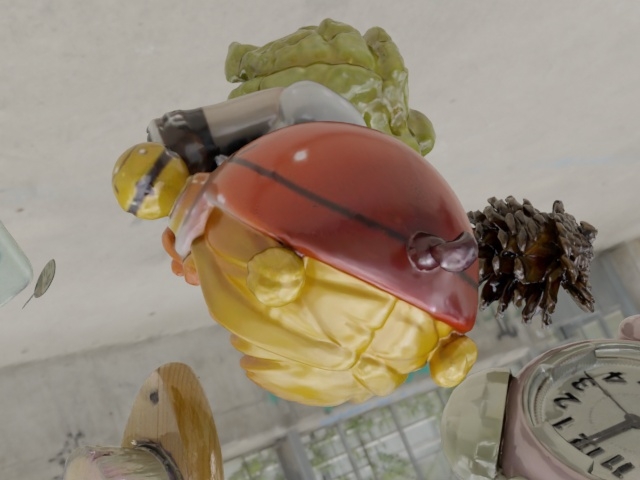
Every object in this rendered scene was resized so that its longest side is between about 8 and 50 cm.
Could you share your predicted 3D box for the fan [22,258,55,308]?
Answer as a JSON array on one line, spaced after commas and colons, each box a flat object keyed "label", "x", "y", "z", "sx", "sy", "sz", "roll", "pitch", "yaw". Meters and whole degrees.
[{"label": "fan", "x": -0.376, "y": 0.062, "z": 1.205, "sx": 0.003, "sy": 0.080, "sz": 0.060, "roll": 30, "pitch": 172, "yaw": -31}]

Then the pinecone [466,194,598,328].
[{"label": "pinecone", "x": 0.255, "y": 0.026, "z": 1.116, "sx": 0.179, "sy": 0.195, "sz": 0.150, "roll": -74, "pitch": 177, "yaw": -63}]

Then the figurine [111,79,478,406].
[{"label": "figurine", "x": 0.002, "y": -0.005, "z": 0.689, "sx": 0.320, "sy": 0.323, "sz": 0.196, "roll": 25, "pitch": 109, "yaw": -29}]

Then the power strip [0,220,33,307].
[{"label": "power strip", "x": -0.221, "y": -0.094, "z": 0.249, "sx": 0.106, "sy": 0.367, "sz": 0.043, "roll": -40, "pitch": -149, "yaw": -22}]

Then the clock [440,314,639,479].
[{"label": "clock", "x": 0.335, "y": 0.242, "z": 0.989, "sx": 0.325, "sy": 0.184, "sz": 0.342, "roll": -13, "pitch": -153, "yaw": -28}]

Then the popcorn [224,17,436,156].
[{"label": "popcorn", "x": -0.002, "y": -0.117, "z": 0.959, "sx": 0.256, "sy": 0.254, "sz": 0.195, "roll": -58, "pitch": -169, "yaw": 9}]

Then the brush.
[{"label": "brush", "x": -0.237, "y": 0.297, "z": 1.190, "sx": 0.174, "sy": 0.267, "sz": 0.166, "roll": 0, "pitch": 178, "yaw": 43}]
